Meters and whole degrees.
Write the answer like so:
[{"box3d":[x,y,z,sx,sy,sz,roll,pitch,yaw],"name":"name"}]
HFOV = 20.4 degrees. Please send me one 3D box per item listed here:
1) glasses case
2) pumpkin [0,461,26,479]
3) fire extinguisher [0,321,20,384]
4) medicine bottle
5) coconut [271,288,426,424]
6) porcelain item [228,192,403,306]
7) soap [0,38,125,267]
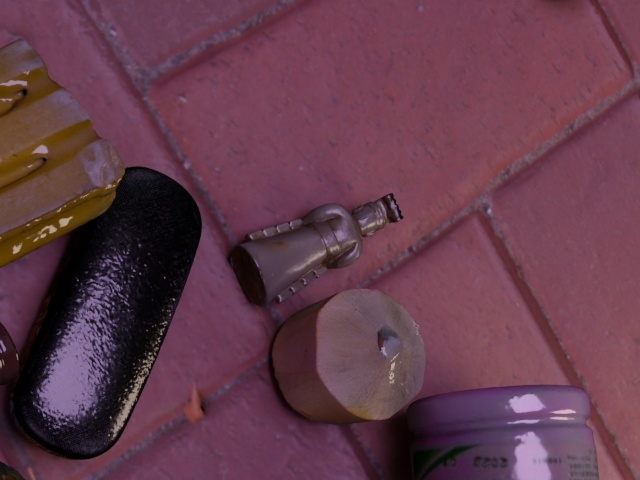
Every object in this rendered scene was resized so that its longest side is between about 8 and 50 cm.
[{"box3d":[-0.218,0.071,1.836,0.122,0.082,0.321,30,64,-20],"name":"glasses case"},{"box3d":[-0.357,0.343,1.623,0.320,0.192,0.320,7,77,-33],"name":"pumpkin"},{"box3d":[-0.404,0.166,1.702,0.252,0.075,0.106,-28,95,-34],"name":"fire extinguisher"},{"box3d":[0.209,0.331,1.974,0.212,0.212,0.325,4,77,-32],"name":"medicine bottle"},{"box3d":[0.036,0.126,1.944,0.147,0.152,0.147,9,73,-33],"name":"coconut"},{"box3d":[0.000,0.000,2.008,0.213,0.054,0.084,-26,96,-33],"name":"porcelain item"},{"box3d":[-0.367,-0.054,1.732,0.315,0.091,0.199,-30,73,-35],"name":"soap"}]
